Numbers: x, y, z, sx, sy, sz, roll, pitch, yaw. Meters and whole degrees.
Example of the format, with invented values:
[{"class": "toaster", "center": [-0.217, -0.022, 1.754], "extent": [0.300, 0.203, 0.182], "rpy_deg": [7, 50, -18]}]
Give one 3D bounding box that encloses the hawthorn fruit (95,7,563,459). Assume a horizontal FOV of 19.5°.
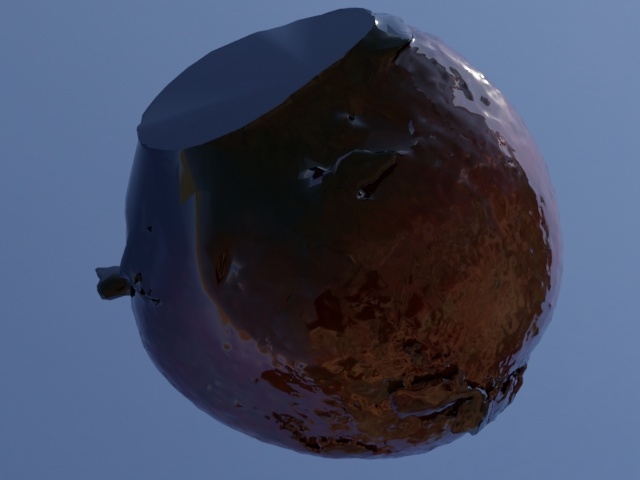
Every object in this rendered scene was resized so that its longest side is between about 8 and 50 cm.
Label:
[{"class": "hawthorn fruit", "center": [0.016, -0.005, 1.230], "extent": [0.316, 0.316, 0.316], "rpy_deg": [-1, -87, -20]}]
